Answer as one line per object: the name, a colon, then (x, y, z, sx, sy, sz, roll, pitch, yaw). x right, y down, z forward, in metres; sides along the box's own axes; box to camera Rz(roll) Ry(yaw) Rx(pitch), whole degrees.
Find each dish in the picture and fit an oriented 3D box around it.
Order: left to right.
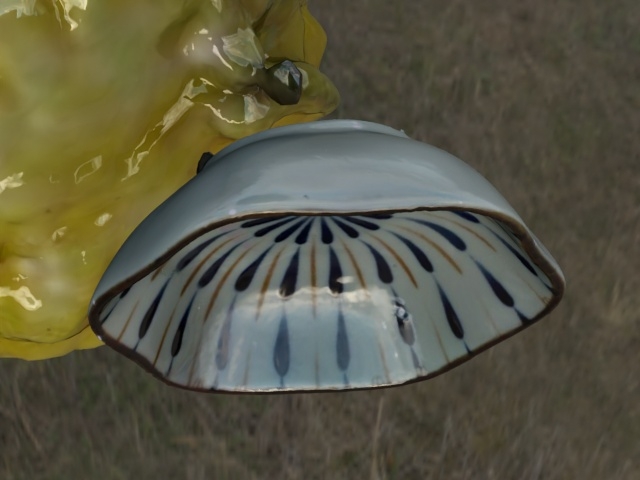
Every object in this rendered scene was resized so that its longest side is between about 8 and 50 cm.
dish: (0.000, 0.000, 0.741, 0.190, 0.191, 0.066, -4, 65, -5)

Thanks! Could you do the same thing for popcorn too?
popcorn: (-0.173, -0.119, 0.984, 0.349, 0.349, 0.381, -33, 50, -21)
